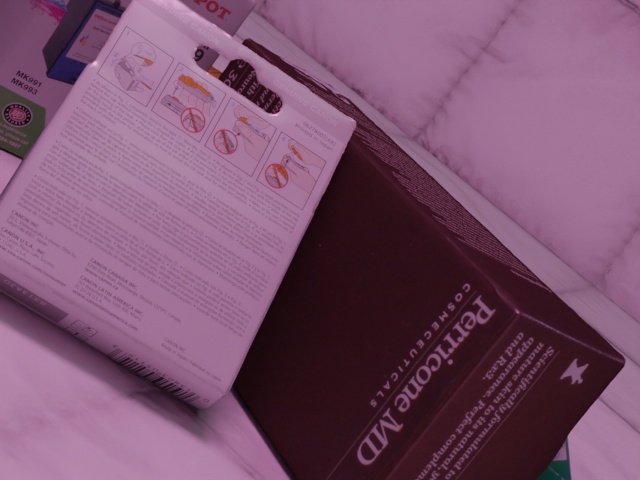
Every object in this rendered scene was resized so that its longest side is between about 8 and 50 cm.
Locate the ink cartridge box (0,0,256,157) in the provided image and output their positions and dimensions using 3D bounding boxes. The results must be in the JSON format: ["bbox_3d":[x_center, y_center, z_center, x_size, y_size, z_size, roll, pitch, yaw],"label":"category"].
[{"bbox_3d":[-0.180,-0.162,1.024,0.154,0.212,0.093,28,16,-38],"label":"ink cartridge box"}]

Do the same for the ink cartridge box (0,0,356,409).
[{"bbox_3d":[-0.097,-0.031,0.820,0.181,0.225,0.056,33,-30,-16],"label":"ink cartridge box"}]

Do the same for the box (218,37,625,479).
[{"bbox_3d":[0.017,0.032,0.926,0.143,0.191,0.381,25,17,-45],"label":"box"}]

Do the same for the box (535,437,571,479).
[{"bbox_3d":[0.161,0.158,0.952,0.179,0.043,0.105,78,10,-66],"label":"box"}]

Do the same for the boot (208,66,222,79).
[{"bbox_3d":[-0.173,-0.154,1.341,0.295,0.104,0.211,23,-7,7],"label":"boot"}]
